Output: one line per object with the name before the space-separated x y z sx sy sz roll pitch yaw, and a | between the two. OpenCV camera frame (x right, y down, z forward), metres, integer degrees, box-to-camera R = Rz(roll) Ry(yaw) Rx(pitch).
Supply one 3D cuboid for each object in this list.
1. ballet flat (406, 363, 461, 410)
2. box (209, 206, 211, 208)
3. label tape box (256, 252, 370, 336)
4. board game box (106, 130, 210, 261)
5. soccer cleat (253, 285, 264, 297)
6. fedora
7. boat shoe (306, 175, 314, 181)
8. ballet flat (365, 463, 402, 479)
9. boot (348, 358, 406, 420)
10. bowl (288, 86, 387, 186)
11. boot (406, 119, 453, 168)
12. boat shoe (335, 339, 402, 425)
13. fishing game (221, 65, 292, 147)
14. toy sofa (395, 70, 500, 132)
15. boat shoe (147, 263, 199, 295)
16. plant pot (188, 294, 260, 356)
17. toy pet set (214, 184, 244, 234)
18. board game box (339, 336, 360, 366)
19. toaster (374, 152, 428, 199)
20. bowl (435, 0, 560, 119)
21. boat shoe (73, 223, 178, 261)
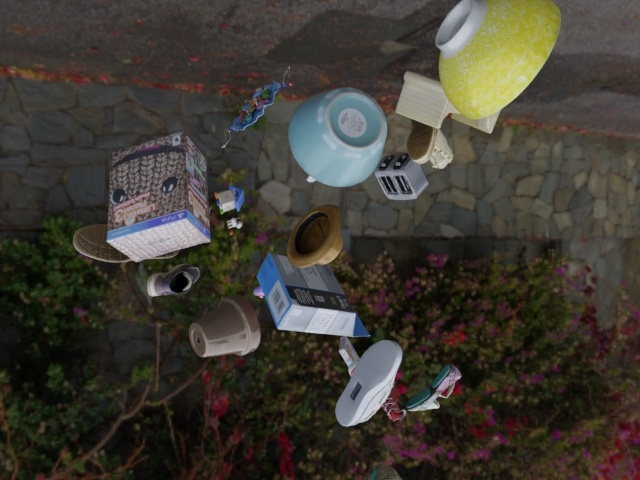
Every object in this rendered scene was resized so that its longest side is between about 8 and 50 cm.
ballet flat | 0.390 0.513 1.854 0.079 0.221 0.077 42 -173 -8
box | -0.477 -0.070 2.178 0.036 0.114 0.207 14 -169 -6
label tape box | -0.004 0.180 1.772 0.348 0.115 0.249 10 -149 -32
board game box | -0.445 -0.121 1.518 0.232 0.291 0.141 -15 152 10
soccer cleat | -0.164 0.164 2.262 0.248 0.095 0.083 -16 -170 9
fedora | 0.000 0.000 1.393 0.194 0.194 0.079 0 148 49
boat shoe | 0.019 -0.251 1.973 0.066 0.063 0.184 -47 179 43
ballet flat | 0.250 0.951 1.723 0.164 0.482 0.182 -21 -175 25
boot | 0.195 0.499 1.814 0.244 0.088 0.176 39 -162 -38
bowl | 0.076 -0.331 1.648 0.312 0.311 0.163 2 169 -20
boot | 0.378 -0.309 1.874 0.095 0.262 0.203 -18 132 28
boat shoe | 0.135 0.353 1.349 0.088 0.267 0.096 10 -155 -38
fishing game | -0.182 -0.375 1.507 0.041 0.264 0.189 42 -158 -28
toy sofa | 0.389 -0.420 1.578 0.150 0.177 0.363 32 -153 34
boat shoe | -0.496 0.144 1.938 0.092 0.102 0.285 6 -175 17
plant pot | -0.420 0.381 2.312 0.229 0.263 0.263 -15 -171 -40
toy pet set | -0.236 -0.097 1.471 0.065 0.122 0.114 -20 152 -15
board game box | 0.125 0.477 2.243 0.026 0.154 0.103 -26 -162 15
toaster | 0.330 -0.255 2.228 0.168 0.185 0.110 5 -135 48
bowl | 0.343 -0.424 1.175 0.156 0.289 0.289 27 169 -21
boat shoe | -0.578 0.010 1.634 0.302 0.109 0.098 2 178 -35
